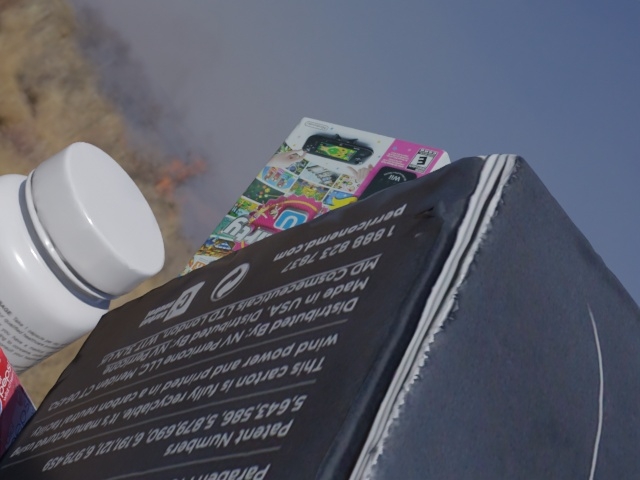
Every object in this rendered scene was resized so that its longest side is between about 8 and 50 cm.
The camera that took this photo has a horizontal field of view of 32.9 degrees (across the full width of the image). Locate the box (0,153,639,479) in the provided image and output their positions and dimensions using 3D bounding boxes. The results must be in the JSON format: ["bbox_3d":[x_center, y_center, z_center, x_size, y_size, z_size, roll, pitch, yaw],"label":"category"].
[{"bbox_3d":[0.033,0.316,0.424,0.297,0.472,0.480,-23,-63,42],"label":"box"}]

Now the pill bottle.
[{"bbox_3d":[-0.291,0.041,0.972,0.160,0.283,0.160,54,15,-22],"label":"pill bottle"}]

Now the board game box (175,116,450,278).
[{"bbox_3d":[0.000,0.000,1.336,0.224,0.303,0.098,17,-32,33],"label":"board game box"}]

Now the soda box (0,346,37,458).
[{"bbox_3d":[-0.317,0.120,0.680,0.092,0.263,0.083,79,15,-48],"label":"soda box"}]
